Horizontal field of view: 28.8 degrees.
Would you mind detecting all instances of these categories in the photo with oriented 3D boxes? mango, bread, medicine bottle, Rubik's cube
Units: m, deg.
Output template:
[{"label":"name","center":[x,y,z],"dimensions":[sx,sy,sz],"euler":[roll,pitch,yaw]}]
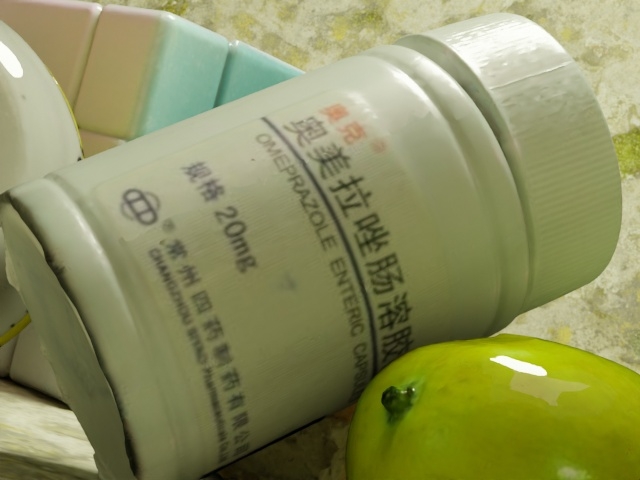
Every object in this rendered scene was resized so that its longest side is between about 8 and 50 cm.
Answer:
[{"label":"mango","center":[0.117,0.133,0.677],"dimensions":[0.185,0.149,0.273],"euler":[6,-10,24]},{"label":"bread","center":[-0.023,0.111,0.910],"dimensions":[0.174,0.121,0.245],"euler":[14,-3,20]},{"label":"medicine bottle","center":[0.000,0.000,0.733],"dimensions":[0.332,0.190,0.190],"euler":[-24,16,-21]},{"label":"Rubik's cube","center":[-0.179,-0.029,1.143],"dimensions":[0.318,0.316,0.322],"euler":[14,-2,37]}]

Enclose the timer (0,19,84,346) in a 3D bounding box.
[{"label":"timer","center":[-0.290,-0.027,0.861],"dimensions":[0.285,0.285,0.285],"euler":[15,-1,0]}]
